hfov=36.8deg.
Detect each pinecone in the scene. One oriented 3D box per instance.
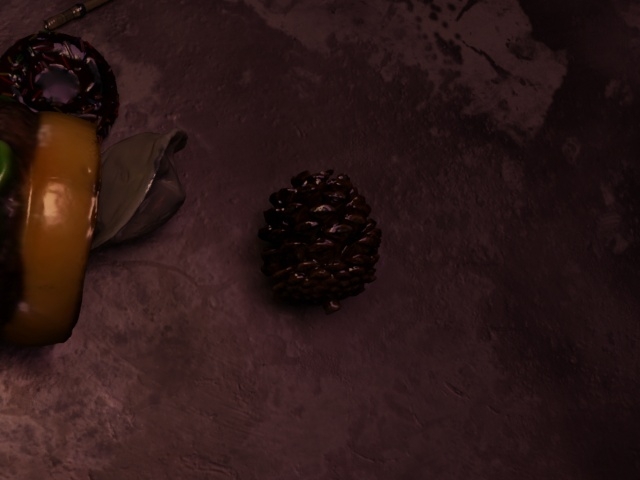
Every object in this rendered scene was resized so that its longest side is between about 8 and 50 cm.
[{"bbox_3d":[0.000,0.000,1.731,0.224,0.224,0.272,3,68,-22],"label":"pinecone"}]

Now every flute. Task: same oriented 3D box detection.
[{"bbox_3d":[-0.415,-0.449,1.803,0.233,0.027,0.027,-36,90,-28],"label":"flute"}]

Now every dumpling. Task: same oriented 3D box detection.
[{"bbox_3d":[-0.307,-0.076,1.623,0.175,0.227,0.243,9,80,-24],"label":"dumpling"}]

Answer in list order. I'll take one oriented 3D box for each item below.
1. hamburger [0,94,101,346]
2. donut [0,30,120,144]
[{"bbox_3d":[-0.501,-0.026,1.457,0.278,0.396,0.395,10,70,-20],"label":"hamburger"},{"bbox_3d":[-0.461,-0.264,1.692,0.235,0.089,0.235,8,69,-21],"label":"donut"}]
